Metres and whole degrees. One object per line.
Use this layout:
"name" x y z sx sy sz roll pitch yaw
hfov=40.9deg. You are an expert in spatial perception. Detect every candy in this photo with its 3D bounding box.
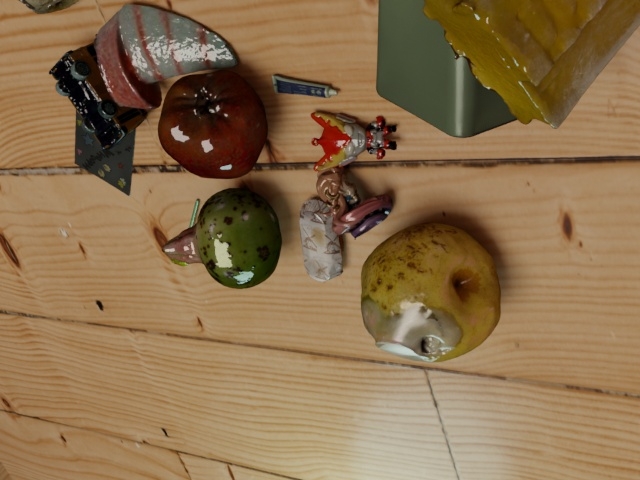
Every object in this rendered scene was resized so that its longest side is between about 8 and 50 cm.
"candy" -0.299 -0.018 1.949 0.058 0.062 0.194 -113 35 -43

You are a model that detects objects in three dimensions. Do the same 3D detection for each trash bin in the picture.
"trash bin" 0.187 -0.348 1.200 0.223 0.158 0.344 41 146 47

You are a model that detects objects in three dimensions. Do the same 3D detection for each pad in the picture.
"pad" -0.489 -0.226 1.941 0.170 0.006 0.246 30 135 11

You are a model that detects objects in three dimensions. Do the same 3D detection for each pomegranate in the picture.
"pomegranate" -0.201 0.004 1.749 0.247 0.214 0.214 -11 121 5

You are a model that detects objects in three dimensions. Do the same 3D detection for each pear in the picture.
"pear" 0.192 0.096 1.561 0.271 0.271 0.271 19 133 22

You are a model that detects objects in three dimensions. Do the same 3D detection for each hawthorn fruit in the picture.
"hawthorn fruit" -0.191 -0.197 1.625 0.208 0.208 0.248 22 157 20

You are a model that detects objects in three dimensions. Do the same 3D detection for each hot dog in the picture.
"hot dog" 0.000 0.000 1.740 0.099 0.053 0.192 10 126 28

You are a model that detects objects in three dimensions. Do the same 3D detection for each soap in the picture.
"soap" 0.295 -0.316 1.063 0.259 0.281 0.143 40 175 -36

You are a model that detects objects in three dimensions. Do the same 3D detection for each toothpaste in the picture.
"toothpaste" -0.028 -0.277 1.559 0.139 0.021 0.037 14 131 29

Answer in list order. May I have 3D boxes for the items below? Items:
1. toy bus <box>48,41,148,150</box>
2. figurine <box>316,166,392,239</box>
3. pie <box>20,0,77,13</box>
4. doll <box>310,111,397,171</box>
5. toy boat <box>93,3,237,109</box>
"toy bus" -0.454 -0.299 1.776 0.098 0.114 0.201 -27 100 44
"figurine" 0.048 -0.069 1.607 0.157 0.126 0.114 33 105 8
"pie" -0.582 -0.597 1.660 0.337 0.075 0.338 24 138 24
"doll" 0.059 -0.182 1.548 0.169 0.057 0.109 -1 97 24
"toy boat" -0.293 -0.362 1.646 0.282 0.096 0.206 -4 107 27
